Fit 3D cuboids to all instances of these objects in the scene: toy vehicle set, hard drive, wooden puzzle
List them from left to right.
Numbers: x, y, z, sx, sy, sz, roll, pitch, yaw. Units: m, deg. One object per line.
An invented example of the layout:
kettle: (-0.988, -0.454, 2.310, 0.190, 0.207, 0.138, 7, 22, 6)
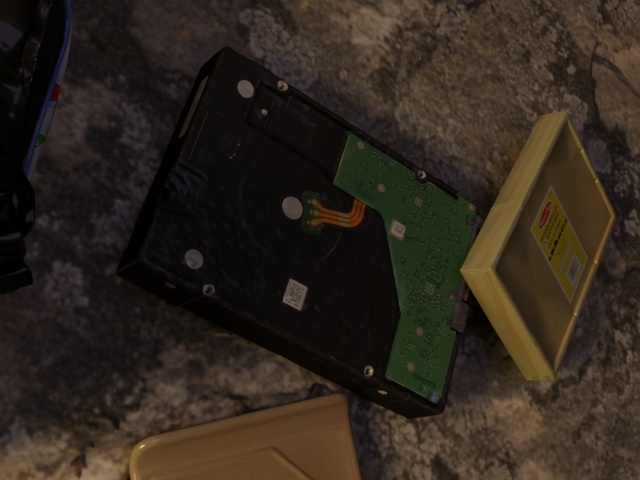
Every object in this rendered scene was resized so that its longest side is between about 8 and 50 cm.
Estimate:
wooden puzzle: (-0.048, 0.267, 0.834, 0.221, 0.044, 0.238, -7, 85, -35)
hard drive: (0.000, 0.000, 0.926, 0.339, 0.064, 0.236, 28, 63, -23)
toy vehicle set: (0.250, 0.001, 1.066, 0.166, 0.035, 0.267, 57, 47, -27)

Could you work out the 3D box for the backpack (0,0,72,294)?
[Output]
backpack: (-0.304, -0.120, 0.670, 0.277, 0.213, 0.263, 30, 70, -28)
